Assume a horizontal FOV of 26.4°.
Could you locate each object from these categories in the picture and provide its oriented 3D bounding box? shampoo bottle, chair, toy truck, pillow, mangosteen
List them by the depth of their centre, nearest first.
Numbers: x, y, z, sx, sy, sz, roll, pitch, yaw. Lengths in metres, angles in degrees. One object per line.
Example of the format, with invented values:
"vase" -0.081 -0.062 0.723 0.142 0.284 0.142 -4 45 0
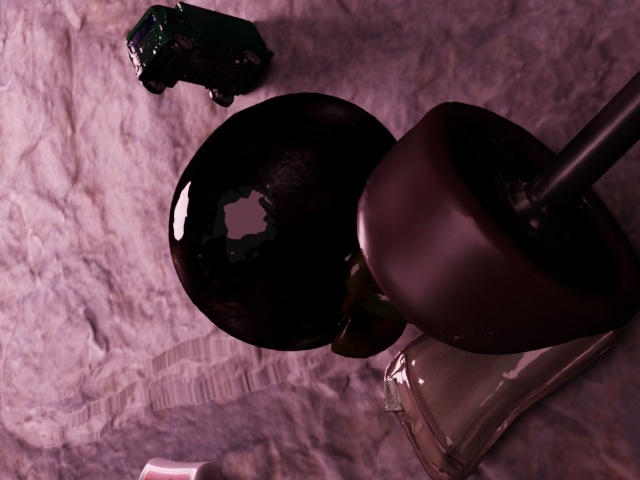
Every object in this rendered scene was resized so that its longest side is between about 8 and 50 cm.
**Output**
"chair" 0.222 -0.096 0.953 0.401 0.226 0.226 -47 57 28
"pillow" 0.143 0.097 1.131 0.232 0.038 0.130 -48 54 27
"mangosteen" 0.000 0.000 1.156 0.265 0.228 0.228 36 110 24
"toy truck" -0.119 -0.182 1.323 0.065 0.147 0.079 -47 58 29
"shampoo bottle" -0.144 0.255 1.371 0.099 0.043 0.072 -1 85 42
